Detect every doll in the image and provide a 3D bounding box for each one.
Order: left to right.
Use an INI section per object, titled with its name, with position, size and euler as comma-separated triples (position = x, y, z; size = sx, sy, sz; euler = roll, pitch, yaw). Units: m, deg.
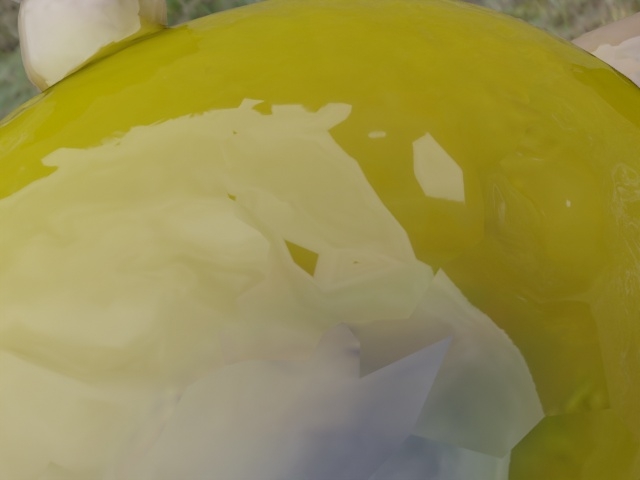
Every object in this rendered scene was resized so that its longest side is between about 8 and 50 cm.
[doll]
position = 0.034, 0.010, 0.469
size = 0.423, 0.161, 0.348
euler = 7, 67, -20
